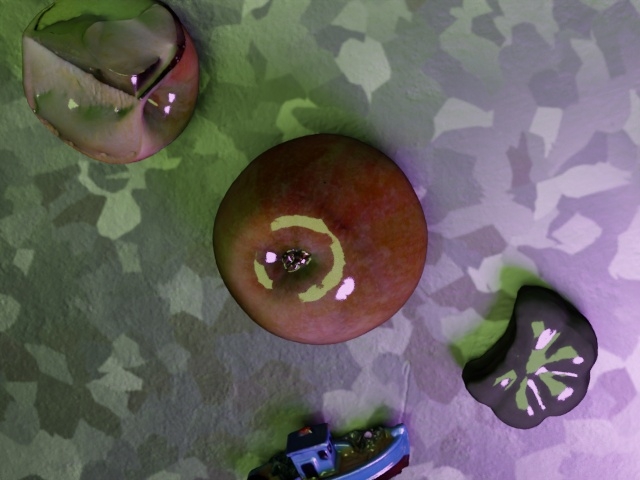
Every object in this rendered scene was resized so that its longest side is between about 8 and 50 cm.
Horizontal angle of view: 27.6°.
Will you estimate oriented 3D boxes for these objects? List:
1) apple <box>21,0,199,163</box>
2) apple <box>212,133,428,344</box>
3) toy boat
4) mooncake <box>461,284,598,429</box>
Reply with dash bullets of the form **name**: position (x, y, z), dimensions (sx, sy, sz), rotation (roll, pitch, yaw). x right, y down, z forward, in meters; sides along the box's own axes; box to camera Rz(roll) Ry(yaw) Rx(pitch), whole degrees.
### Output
- **apple**: position (-0.251, -0.203, 1.584), dimensions (0.188, 0.174, 0.207), rotation (27, 107, 22)
- **apple**: position (0.000, 0.000, 1.557), dimensions (0.257, 0.234, 0.256), rotation (1, 99, 9)
- **toy boat**: position (0.009, 0.280, 1.684), dimensions (0.223, 0.100, 0.097), rotation (-19, 112, 11)
- **mooncake**: position (0.259, 0.145, 1.617), dimensions (0.169, 0.104, 0.175), rotation (2, 99, 14)
